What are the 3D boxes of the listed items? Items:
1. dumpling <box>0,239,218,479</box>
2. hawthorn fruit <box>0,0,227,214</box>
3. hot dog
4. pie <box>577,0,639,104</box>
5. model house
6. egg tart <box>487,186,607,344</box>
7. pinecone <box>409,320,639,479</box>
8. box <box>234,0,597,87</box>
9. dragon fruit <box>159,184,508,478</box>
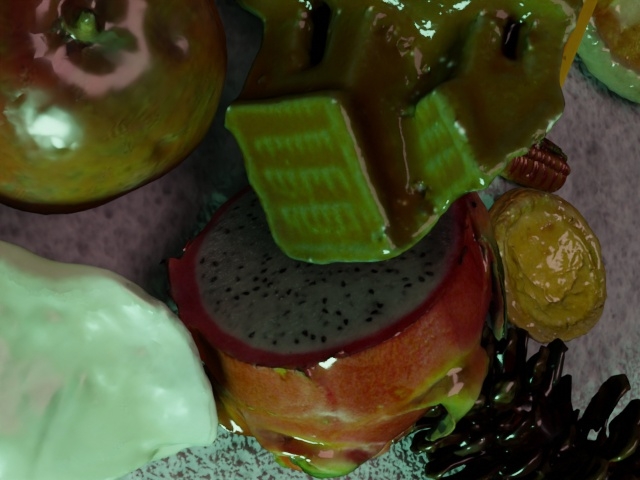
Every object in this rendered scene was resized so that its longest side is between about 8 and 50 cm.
[{"bbox_3d":[-0.222,0.111,0.973,0.318,0.242,0.187,52,33,-34],"label":"dumpling"},{"bbox_3d":[-0.193,-0.156,0.958,0.276,0.298,0.277,0,90,-20],"label":"hawthorn fruit"},{"bbox_3d":[0.229,-0.097,1.392,0.144,0.038,0.062,21,78,-31],"label":"hot dog"},{"bbox_3d":[0.411,-0.321,1.499,0.339,0.077,0.339,-2,93,-36],"label":"pie"},{"bbox_3d":[0.056,-0.099,0.974,0.173,0.268,0.239,29,68,-44],"label":"model house"},{"bbox_3d":[0.236,0.030,1.364,0.191,0.074,0.191,10,73,-36],"label":"egg tart"},{"bbox_3d":[0.213,0.204,1.262,0.292,0.246,0.246,43,66,-9],"label":"pinecone"},{"bbox_3d":[0.082,-0.272,1.166,0.283,0.259,0.214,33,73,-29],"label":"box"},{"bbox_3d":[0.026,0.080,1.109,0.305,0.305,0.226,-43,133,-27],"label":"dragon fruit"}]
